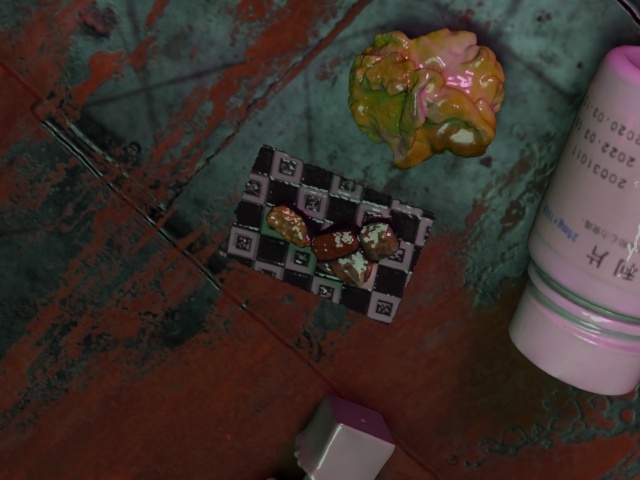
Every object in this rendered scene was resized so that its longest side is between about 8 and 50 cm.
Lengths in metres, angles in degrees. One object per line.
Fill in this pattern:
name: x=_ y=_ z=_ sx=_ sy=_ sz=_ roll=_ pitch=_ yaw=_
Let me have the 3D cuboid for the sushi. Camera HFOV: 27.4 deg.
sushi: x=0.000 y=0.000 z=1.338 sx=0.201 sy=0.031 sz=0.139 roll=22 pitch=115 yaw=4

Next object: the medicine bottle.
medicine bottle: x=0.282 y=-0.016 z=1.192 sx=0.170 sy=0.170 sz=0.293 roll=22 pitch=115 yaw=4

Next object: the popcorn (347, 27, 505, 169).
popcorn: x=0.097 y=-0.134 z=1.219 sx=0.145 sy=0.126 sz=0.126 roll=19 pitch=141 yaw=-12

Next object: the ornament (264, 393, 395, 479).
ornament: x=-0.023 y=0.294 z=1.411 sx=0.120 sy=0.130 sz=0.285 roll=37 pitch=115 yaw=-18
